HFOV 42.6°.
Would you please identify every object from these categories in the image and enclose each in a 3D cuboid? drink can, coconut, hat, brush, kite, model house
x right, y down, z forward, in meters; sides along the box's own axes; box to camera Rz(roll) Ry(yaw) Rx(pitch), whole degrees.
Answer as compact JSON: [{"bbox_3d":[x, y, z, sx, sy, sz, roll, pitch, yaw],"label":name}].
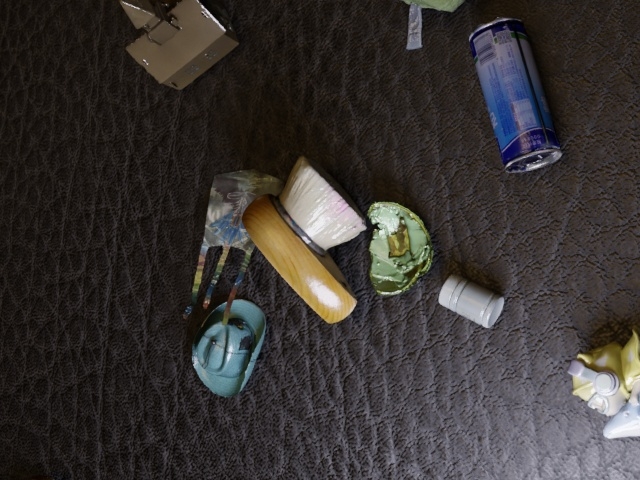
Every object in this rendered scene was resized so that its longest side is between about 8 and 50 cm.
[{"bbox_3d":[0.311,-0.234,1.320,0.097,0.097,0.235,-19,76,24],"label":"drink can"},{"bbox_3d":[0.134,0.018,1.403,0.133,0.055,0.158,11,91,23],"label":"coconut"},{"bbox_3d":[-0.182,0.200,1.531,0.138,0.078,0.191,28,97,30],"label":"hat"},{"bbox_3d":[0.000,0.000,1.420,0.166,0.174,0.266,-39,76,8],"label":"brush"},{"bbox_3d":[-0.165,0.007,1.545,0.169,0.015,0.310,3,72,28],"label":"kite"},{"bbox_3d":[-0.307,-0.431,1.574,0.181,0.248,0.176,-32,71,19],"label":"model house"}]

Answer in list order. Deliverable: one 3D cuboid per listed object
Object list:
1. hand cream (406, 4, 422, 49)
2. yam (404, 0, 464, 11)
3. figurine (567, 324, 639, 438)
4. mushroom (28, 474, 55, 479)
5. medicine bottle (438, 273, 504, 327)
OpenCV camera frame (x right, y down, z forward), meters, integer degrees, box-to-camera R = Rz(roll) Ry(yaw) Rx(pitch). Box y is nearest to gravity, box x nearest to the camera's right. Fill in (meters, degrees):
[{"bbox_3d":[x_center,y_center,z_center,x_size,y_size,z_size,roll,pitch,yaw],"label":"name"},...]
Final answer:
[{"bbox_3d":[0.167,-0.386,1.455,0.030,0.019,0.093,2,87,29],"label":"hand cream"},{"bbox_3d":[0.172,-0.531,1.380,0.201,0.202,0.271,-30,72,41],"label":"yam"},{"bbox_3d":[0.458,0.190,1.183,0.184,0.128,0.208,22,86,30],"label":"figurine"},{"bbox_3d":[-0.585,0.563,1.696,0.170,0.080,0.135,-34,58,21],"label":"mushroom"},{"bbox_3d":[0.245,0.097,1.335,0.091,0.058,0.058,27,96,27],"label":"medicine bottle"}]
